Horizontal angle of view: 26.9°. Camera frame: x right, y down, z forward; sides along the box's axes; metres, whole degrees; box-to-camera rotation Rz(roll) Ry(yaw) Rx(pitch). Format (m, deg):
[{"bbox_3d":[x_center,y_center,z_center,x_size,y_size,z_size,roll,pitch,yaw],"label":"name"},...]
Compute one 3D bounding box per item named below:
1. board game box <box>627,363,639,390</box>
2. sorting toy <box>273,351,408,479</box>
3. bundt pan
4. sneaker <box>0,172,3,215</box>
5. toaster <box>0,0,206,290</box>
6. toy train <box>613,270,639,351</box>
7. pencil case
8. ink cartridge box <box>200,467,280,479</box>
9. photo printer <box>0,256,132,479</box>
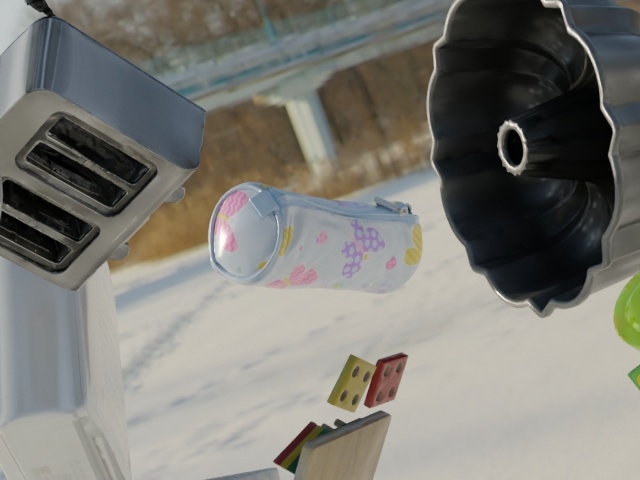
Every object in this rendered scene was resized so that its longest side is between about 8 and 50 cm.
[{"bbox_3d":[0.427,0.178,1.094,0.046,0.317,0.213,-25,-17,-45],"label":"board game box"},{"bbox_3d":[-0.001,0.213,1.215,0.046,0.275,0.132,25,20,28],"label":"sorting toy"},{"bbox_3d":[0.235,-0.100,1.291,0.124,0.331,0.331,-12,-1,-23],"label":"bundt pan"},{"bbox_3d":[-0.309,-0.101,0.831,0.118,0.292,0.110,-33,6,17],"label":"sneaker"},{"bbox_3d":[-0.204,-0.071,1.056,0.168,0.185,0.110,-42,33,26],"label":"toaster"},{"bbox_3d":[0.183,0.064,0.602,0.105,0.143,0.248,-2,57,49],"label":"toy train"},{"bbox_3d":[0.000,0.000,1.532,0.273,0.114,0.124,4,-32,-48],"label":"pencil case"},{"bbox_3d":[-0.109,0.389,1.362,0.117,0.278,0.201,-5,-15,-46],"label":"ink cartridge box"},{"bbox_3d":[-0.257,0.096,1.295,0.107,0.308,0.256,-9,-34,-3],"label":"photo printer"}]
